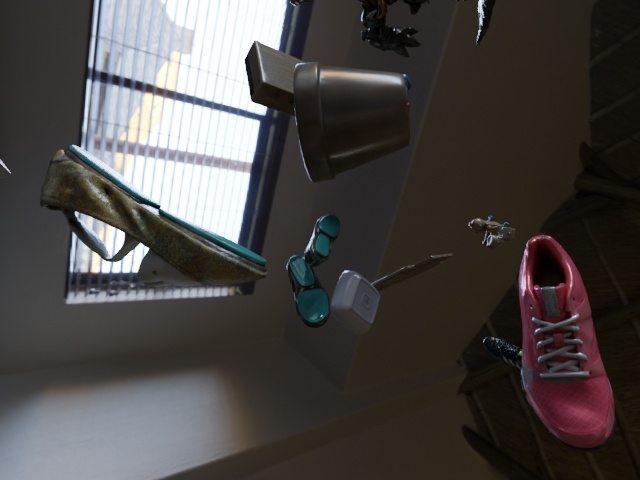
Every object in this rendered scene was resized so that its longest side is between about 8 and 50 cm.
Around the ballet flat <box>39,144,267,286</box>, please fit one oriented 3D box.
[{"bbox_3d":[-0.236,-0.005,0.562,0.348,0.123,0.123,30,-63,10],"label":"ballet flat"}]

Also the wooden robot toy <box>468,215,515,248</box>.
[{"bbox_3d":[0.417,-0.024,1.054,0.173,0.078,0.076,-94,-164,-77],"label":"wooden robot toy"}]

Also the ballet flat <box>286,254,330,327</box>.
[{"bbox_3d":[-0.030,0.156,1.164,0.281,0.095,0.096,-109,-169,-51],"label":"ballet flat"}]

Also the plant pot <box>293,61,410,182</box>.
[{"bbox_3d":[0.095,-0.336,1.138,0.280,0.323,0.324,-5,-97,10],"label":"plant pot"}]

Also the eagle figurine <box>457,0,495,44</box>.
[{"bbox_3d":[0.433,-0.673,1.007,0.298,0.225,0.226,-36,-163,43],"label":"eagle figurine"}]

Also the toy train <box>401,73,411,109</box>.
[{"bbox_3d":[0.247,-0.462,1.486,0.248,0.105,0.144,114,-1,-65],"label":"toy train"}]

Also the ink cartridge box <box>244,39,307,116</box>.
[{"bbox_3d":[-0.117,-0.509,1.336,0.088,0.234,0.194,-41,-128,43],"label":"ink cartridge box"}]

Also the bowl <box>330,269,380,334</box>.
[{"bbox_3d":[0.100,0.159,1.076,0.053,0.142,0.142,-16,-138,45],"label":"bowl"}]

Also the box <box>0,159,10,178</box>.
[{"bbox_3d":[-0.859,-0.221,0.993,0.130,0.091,0.170,51,-22,2],"label":"box"}]

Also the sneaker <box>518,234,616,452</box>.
[{"bbox_3d":[0.337,0.131,0.606,0.115,0.136,0.314,-13,-129,28],"label":"sneaker"}]

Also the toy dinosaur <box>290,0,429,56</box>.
[{"bbox_3d":[0.101,-0.459,0.713,0.321,0.218,0.165,26,-86,27],"label":"toy dinosaur"}]

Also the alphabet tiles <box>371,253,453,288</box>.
[{"bbox_3d":[0.256,0.110,1.284,0.285,0.342,0.011,-31,-105,27],"label":"alphabet tiles"}]

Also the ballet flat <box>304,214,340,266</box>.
[{"bbox_3d":[0.000,0.000,1.023,0.070,0.188,0.070,8,-58,13],"label":"ballet flat"}]

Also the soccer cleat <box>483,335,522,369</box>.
[{"bbox_3d":[0.494,0.289,1.039,0.178,0.060,0.072,33,-24,41],"label":"soccer cleat"}]
